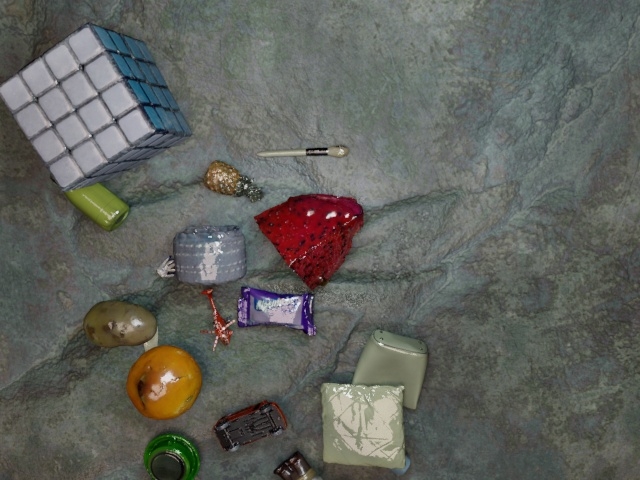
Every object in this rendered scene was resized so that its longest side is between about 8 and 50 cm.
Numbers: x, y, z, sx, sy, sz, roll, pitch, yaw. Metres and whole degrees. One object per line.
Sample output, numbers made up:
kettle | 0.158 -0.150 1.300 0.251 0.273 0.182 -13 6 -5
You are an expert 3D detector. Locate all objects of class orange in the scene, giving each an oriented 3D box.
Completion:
orange | -0.518 0.474 1.845 0.245 0.246 0.247 1 102 5

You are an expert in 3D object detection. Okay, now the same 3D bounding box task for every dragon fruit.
dragon fruit | 0.000 0.000 1.703 0.330 0.240 0.302 -28 117 17

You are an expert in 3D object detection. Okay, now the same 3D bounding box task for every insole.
insole | -0.594 0.355 1.941 0.063 0.010 0.192 -2 101 5

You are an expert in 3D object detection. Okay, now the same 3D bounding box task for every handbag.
handbag | 0.227 0.466 1.847 0.241 0.109 0.316 15 106 3

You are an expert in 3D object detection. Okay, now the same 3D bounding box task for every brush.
brush | -0.058 -0.280 1.750 0.298 0.042 0.039 0 104 6

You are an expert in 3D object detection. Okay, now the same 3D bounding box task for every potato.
potato | -0.673 0.277 1.858 0.262 0.165 0.165 -5 101 17

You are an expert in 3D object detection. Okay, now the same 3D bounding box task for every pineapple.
pineapple | -0.271 -0.177 1.761 0.197 0.108 0.108 25 103 -7

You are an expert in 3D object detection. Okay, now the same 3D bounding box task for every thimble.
thimble | -0.352 0.042 1.766 0.236 0.205 0.172 1 98 30

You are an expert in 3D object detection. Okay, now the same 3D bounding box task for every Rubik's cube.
Rubik's cube | -0.638 -0.379 1.630 0.343 0.337 0.345 -29 99 10

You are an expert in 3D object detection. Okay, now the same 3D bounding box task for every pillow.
pillow | 0.142 0.608 1.834 0.280 0.076 0.275 -2 90 12

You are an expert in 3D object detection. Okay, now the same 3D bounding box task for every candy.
candy | -0.144 0.235 1.848 0.274 0.070 0.145 5 96 8

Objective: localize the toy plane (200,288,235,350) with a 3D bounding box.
toy plane | -0.356 0.264 1.872 0.126 0.077 0.194 -38 88 8

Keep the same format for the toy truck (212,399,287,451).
toy truck | -0.237 0.630 1.913 0.252 0.114 0.108 -24 97 11

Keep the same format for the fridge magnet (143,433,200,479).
fridge magnet | -0.535 0.793 1.984 0.207 0.088 0.208 1 101 5

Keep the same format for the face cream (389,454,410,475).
face cream | 0.201 0.712 1.912 0.229 0.075 0.075 40 102 -3

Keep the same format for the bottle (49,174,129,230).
bottle | -0.755 -0.146 1.800 0.260 0.112 0.112 39 102 -3

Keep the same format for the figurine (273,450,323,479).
figurine | -0.004 0.913 1.904 0.218 0.206 0.365 -41 94 -3

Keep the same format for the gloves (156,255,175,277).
gloves | -0.511 0.094 1.873 0.086 0.026 0.064 -41 97 7
